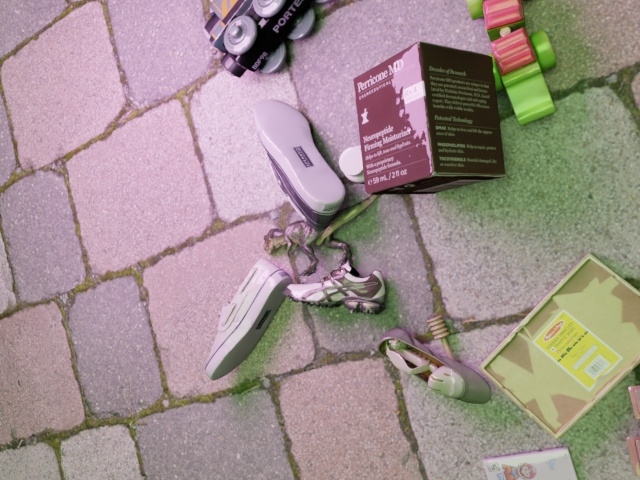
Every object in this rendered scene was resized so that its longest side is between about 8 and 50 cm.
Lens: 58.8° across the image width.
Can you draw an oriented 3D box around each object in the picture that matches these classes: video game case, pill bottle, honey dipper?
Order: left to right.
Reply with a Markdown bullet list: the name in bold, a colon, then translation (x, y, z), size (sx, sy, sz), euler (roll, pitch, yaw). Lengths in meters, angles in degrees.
- **pill bottle**: translation (0.079, -0.136, 1.028), size (0.067, 0.120, 0.067), euler (0, 90, 24)
- **honey dipper**: translation (0.232, 0.212, 1.007), size (0.030, 0.030, 0.161), euler (-24, 83, 22)
- **video game case**: translation (0.364, 0.434, 0.949), size (0.143, 0.019, 0.157), euler (-18, 82, 23)

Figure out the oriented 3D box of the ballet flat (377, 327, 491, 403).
- **ballet flat**: translation (0.189, 0.227, 0.985), size (0.213, 0.068, 0.072), euler (29, 121, 32)

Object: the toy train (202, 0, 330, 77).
- **toy train**: translation (-0.098, -0.483, 1.112), size (0.334, 0.142, 0.190), euler (-47, 60, 19)

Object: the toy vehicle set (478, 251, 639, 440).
- **toy vehicle set**: translation (0.409, 0.171, 0.921), size (0.166, 0.035, 0.267), euler (44, 106, 18)

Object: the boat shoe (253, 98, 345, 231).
- **boat shoe**: translation (-0.052, -0.148, 1.099), size (0.301, 0.108, 0.102), euler (57, 146, 27)

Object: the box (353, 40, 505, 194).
- **box**: translation (0.175, -0.187, 0.930), size (0.168, 0.167, 0.203), euler (-12, 84, 56)

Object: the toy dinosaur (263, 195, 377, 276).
- **toy dinosaur**: translation (0.000, 0.000, 1.098), size (0.268, 0.064, 0.118), euler (-20, 75, 20)

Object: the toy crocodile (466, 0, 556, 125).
- **toy crocodile**: translation (0.306, -0.357, 0.936), size (0.115, 0.105, 0.341), euler (-15, 84, 24)

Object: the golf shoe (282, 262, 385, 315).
- **golf shoe**: translation (0.028, 0.087, 1.080), size (0.198, 0.077, 0.094), euler (5, 87, 14)

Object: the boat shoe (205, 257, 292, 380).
- **boat shoe**: translation (-0.164, 0.158, 1.151), size (0.088, 0.096, 0.268), euler (37, 103, 24)

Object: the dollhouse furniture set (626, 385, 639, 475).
- **dollhouse furniture set**: translation (0.580, 0.147, 0.822), size (0.303, 0.174, 0.356), euler (-12, 66, 23)
